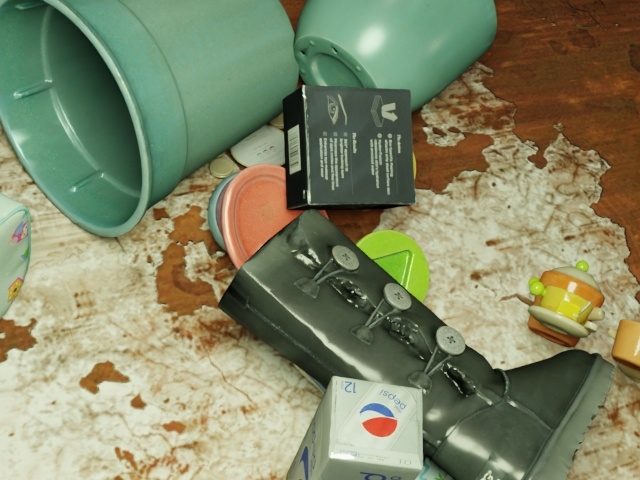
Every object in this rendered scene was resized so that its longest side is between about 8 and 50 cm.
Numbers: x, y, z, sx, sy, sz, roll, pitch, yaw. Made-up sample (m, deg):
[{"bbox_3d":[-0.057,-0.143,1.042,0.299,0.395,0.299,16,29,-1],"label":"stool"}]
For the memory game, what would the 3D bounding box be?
[{"bbox_3d":[-0.094,-0.143,1.407,0.186,0.012,0.186,3,52,-4],"label":"memory game"}]

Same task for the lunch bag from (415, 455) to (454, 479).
[{"bbox_3d":[0.149,0.332,1.087,0.128,0.096,0.151,35,63,11],"label":"lunch bag"}]

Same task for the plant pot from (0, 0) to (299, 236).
[{"bbox_3d":[-0.230,-0.229,1.261,0.341,0.341,0.334,42,49,16],"label":"plant pot"}]

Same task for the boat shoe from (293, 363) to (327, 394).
[{"bbox_3d":[0.038,0.188,1.168,0.183,0.066,0.066,37,63,3],"label":"boat shoe"}]

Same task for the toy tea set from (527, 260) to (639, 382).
[{"bbox_3d":[0.442,0.119,1.248,0.336,0.200,0.124,26,83,4],"label":"toy tea set"}]

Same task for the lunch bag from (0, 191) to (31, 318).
[{"bbox_3d":[-0.456,0.056,1.041,0.107,0.224,0.279,30,53,7],"label":"lunch bag"}]

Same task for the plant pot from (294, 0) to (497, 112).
[{"bbox_3d":[0.096,-0.329,1.449,0.293,0.293,0.235,37,69,12],"label":"plant pot"}]

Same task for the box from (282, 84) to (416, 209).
[{"bbox_3d":[0.037,-0.121,1.206,0.158,0.093,0.156,-1,87,-21],"label":"box"}]

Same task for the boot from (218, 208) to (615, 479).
[{"bbox_3d":[0.136,0.123,1.155,0.445,0.146,0.367,35,26,14],"label":"boot"}]

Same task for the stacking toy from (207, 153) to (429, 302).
[{"bbox_3d":[0.000,0.000,1.302,0.308,0.130,0.280,-18,92,-21],"label":"stacking toy"}]

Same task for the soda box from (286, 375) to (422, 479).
[{"bbox_3d":[0.027,0.256,0.988,0.098,0.286,0.091,9,54,-8],"label":"soda box"}]
